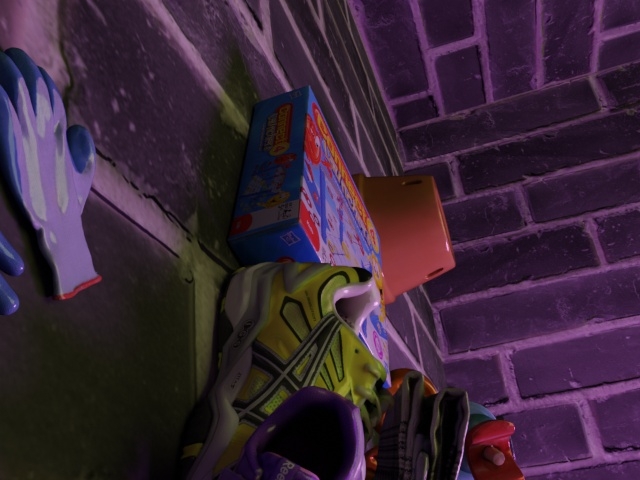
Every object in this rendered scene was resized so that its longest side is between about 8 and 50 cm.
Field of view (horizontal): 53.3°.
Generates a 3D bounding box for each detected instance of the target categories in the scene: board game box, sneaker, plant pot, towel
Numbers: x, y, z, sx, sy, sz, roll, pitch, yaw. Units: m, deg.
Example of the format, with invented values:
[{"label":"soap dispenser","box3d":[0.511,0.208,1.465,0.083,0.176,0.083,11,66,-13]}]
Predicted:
[{"label":"board game box","box3d":[0.000,0.000,0.865,0.302,0.086,0.308,-88,156,-49]},{"label":"sneaker","box3d":[-0.039,0.176,0.372,0.236,0.095,0.105,-53,166,-42]},{"label":"plant pot","box3d":[0.162,-0.018,1.346,0.291,0.203,0.291,-15,90,-77]},{"label":"sneaker","box3d":[-0.015,0.153,0.541,0.385,0.147,0.145,-91,162,-44]},{"label":"towel","box3d":[0.065,0.292,0.613,0.324,0.056,0.312,91,13,-73]}]

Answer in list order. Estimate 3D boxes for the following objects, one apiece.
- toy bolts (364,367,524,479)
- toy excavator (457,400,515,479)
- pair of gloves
[{"label":"toy bolts","box3d":[0.155,0.281,0.926,0.158,0.228,0.218,166,-81,-79]},{"label":"toy excavator","box3d":[0.241,0.436,1.062,0.445,0.222,0.433,69,12,-50]},{"label":"pair of gloves","box3d":[-0.175,-0.035,0.346,0.198,0.023,0.159,-33,108,-76]}]
